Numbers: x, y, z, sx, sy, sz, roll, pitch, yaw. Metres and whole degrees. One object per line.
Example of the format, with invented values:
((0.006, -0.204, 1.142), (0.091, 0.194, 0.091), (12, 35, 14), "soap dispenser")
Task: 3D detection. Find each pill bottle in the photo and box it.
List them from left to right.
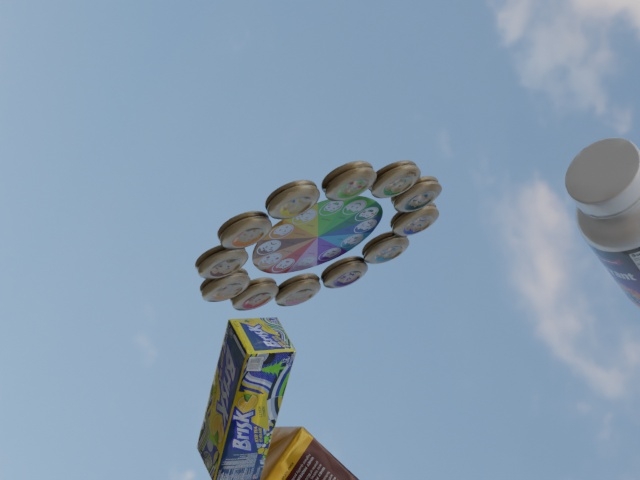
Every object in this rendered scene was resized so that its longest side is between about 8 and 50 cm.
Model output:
((0.324, -0.015, 1.315), (0.108, 0.193, 0.108), (-23, -136, 24), "pill bottle")

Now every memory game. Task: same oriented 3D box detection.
((0.000, 0.000, 0.906), (0.186, 0.186, 0.012), (-47, -123, 42), "memory game")

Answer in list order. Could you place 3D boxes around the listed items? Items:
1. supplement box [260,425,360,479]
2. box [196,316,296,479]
((-0.037, 0.343, 1.456), (0.194, 0.191, 0.129), (44, -26, -18), "supplement box")
((-0.075, 0.159, 1.285), (0.059, 0.054, 0.169), (56, -42, 48), "box")
